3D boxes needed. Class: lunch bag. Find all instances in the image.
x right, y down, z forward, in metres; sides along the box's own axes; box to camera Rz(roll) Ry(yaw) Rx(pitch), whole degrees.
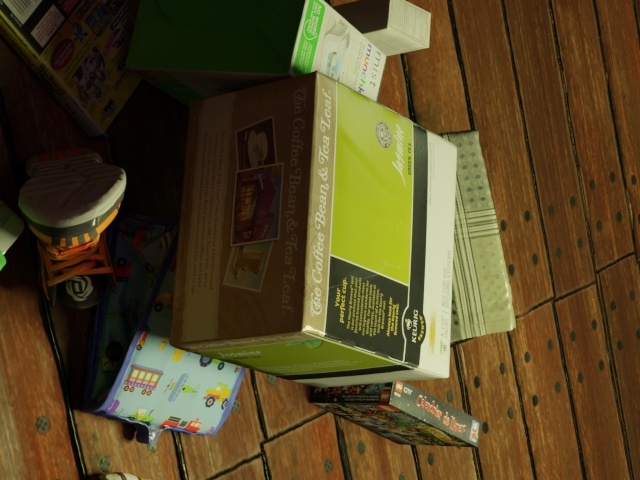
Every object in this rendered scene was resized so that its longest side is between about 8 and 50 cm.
[{"bbox_3d":[-0.190,0.131,1.881,0.221,0.138,0.293,21,80,-48],"label":"lunch bag"}]

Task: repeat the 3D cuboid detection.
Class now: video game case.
[{"bbox_3d":[-0.300,-0.313,1.853,0.248,0.035,0.275,52,50,-32],"label":"video game case"}]

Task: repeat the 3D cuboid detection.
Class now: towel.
[{"bbox_3d":[0.117,0.013,2.127,0.056,0.312,0.324,-66,145,-87],"label":"towel"}]

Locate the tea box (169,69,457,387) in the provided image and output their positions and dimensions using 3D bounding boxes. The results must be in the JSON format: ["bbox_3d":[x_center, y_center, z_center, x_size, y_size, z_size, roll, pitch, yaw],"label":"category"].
[{"bbox_3d":[0.000,0.000,1.813,0.323,0.220,0.329,24,64,-49],"label":"tea box"}]

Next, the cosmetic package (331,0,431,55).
[{"bbox_3d":[0.039,-0.306,2.080,0.099,0.239,0.060,18,73,-47],"label":"cosmetic package"}]

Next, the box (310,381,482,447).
[{"bbox_3d":[0.119,0.266,2.178,0.233,0.159,0.044,30,65,-42],"label":"box"}]

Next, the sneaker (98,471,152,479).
[{"bbox_3d":[-0.266,0.392,1.809,0.084,0.069,0.185,19,66,-37],"label":"sneaker"}]

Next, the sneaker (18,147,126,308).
[{"bbox_3d":[-0.283,0.002,1.667,0.124,0.321,0.180,-8,104,-7],"label":"sneaker"}]

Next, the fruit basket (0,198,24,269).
[{"bbox_3d":[-0.533,-0.018,1.506,0.353,0.165,0.327,43,54,-18],"label":"fruit basket"}]

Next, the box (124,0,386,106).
[{"bbox_3d":[-0.083,-0.244,1.885,0.231,0.262,0.127,31,69,-58],"label":"box"}]
